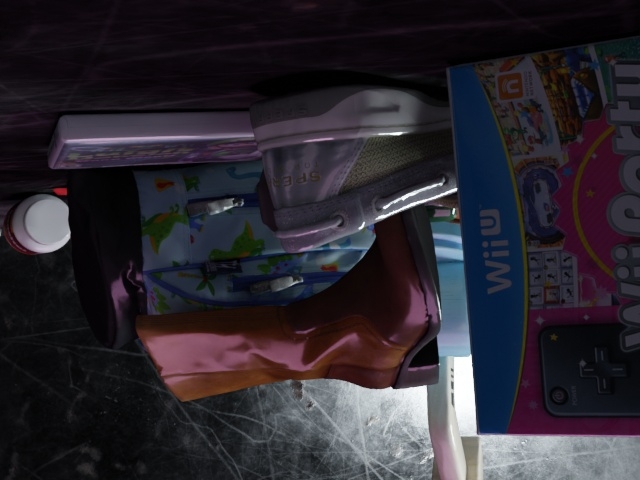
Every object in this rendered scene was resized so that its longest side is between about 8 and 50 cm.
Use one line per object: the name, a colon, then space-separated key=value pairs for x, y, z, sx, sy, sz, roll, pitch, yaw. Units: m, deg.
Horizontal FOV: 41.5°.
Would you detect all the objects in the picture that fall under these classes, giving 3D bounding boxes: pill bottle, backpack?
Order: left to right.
pill bottle: x=-0.412 y=-0.024 z=1.237 sx=0.086 sy=0.086 sz=0.152 roll=-4 pitch=179 yaw=-28
backpack: x=-0.080 y=0.020 z=0.958 sx=0.355 sy=0.273 sz=0.290 roll=-18 pitch=160 yaw=-24

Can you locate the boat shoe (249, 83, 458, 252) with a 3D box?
boat shoe: x=0.078 y=-0.052 z=0.625 sx=0.118 sy=0.103 sz=0.320 roll=-4 pitch=-179 yaw=39

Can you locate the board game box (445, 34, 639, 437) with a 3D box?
board game box: x=0.237 y=-0.005 z=0.475 sx=0.303 sy=0.224 sz=0.097 roll=-5 pitch=180 yaw=24

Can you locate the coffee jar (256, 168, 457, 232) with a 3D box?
coffee jar: x=0.034 y=-0.055 z=0.793 sx=0.184 sy=0.079 sz=0.096 roll=-4 pitch=-155 yaw=5

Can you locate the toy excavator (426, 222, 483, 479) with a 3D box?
toy excavator: x=0.185 y=0.162 z=1.355 sx=0.222 sy=0.445 sz=0.433 roll=-3 pitch=149 yaw=16

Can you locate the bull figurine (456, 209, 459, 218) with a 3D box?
bull figurine: x=0.248 y=-0.061 z=0.869 sx=0.310 sy=0.101 sz=0.188 roll=7 pitch=-174 yaw=20

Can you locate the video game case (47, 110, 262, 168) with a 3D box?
video game case: x=-0.115 y=-0.079 z=0.673 sx=0.190 sy=0.022 sz=0.173 roll=-4 pitch=180 yaw=-21

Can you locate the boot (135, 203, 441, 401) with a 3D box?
boot: x=-0.031 y=0.060 z=0.790 sx=0.280 sy=0.096 sz=0.264 roll=-3 pitch=147 yaw=4

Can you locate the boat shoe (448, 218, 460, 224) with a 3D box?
boat shoe: x=0.271 y=-0.074 z=1.192 sx=0.257 sy=0.095 sz=0.095 roll=-5 pitch=-174 yaw=17

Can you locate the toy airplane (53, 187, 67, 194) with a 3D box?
toy airplane: x=-0.292 y=-0.061 z=1.174 sx=0.151 sy=0.028 sz=0.151 roll=-3 pitch=180 yaw=0
